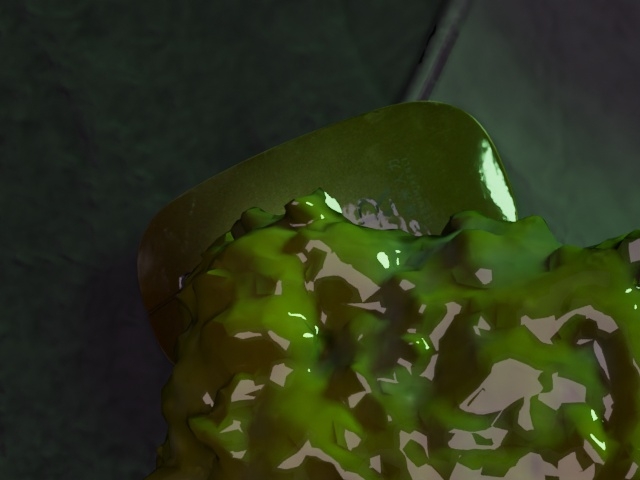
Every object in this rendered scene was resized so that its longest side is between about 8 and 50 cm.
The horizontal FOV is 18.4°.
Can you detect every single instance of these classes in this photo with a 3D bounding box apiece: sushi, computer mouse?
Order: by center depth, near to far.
[{"bbox_3d":[0.124,0.143,0.802,0.396,0.351,0.240,5,73,12],"label":"sushi"},{"bbox_3d":[0.000,-0.001,1.001,0.199,0.045,0.102,-21,74,8],"label":"computer mouse"}]
